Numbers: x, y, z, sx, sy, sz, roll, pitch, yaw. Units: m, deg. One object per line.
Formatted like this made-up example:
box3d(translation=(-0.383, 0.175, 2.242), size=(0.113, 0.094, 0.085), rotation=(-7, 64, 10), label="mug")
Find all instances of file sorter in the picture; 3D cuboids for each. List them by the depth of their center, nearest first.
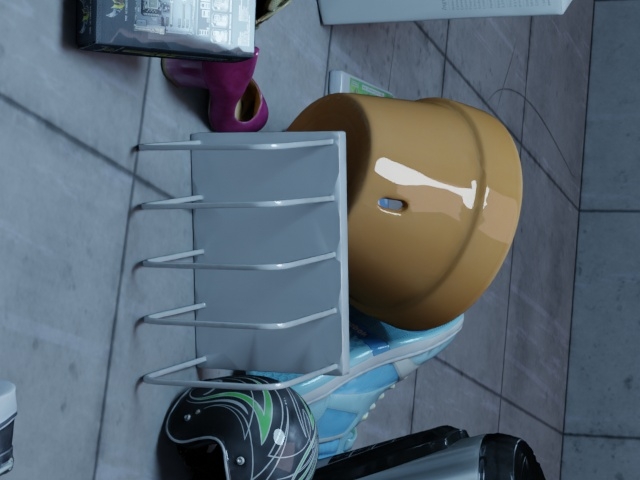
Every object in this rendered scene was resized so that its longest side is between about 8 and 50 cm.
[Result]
box3d(translation=(-0.091, 0.019, 1.874), size=(0.173, 0.193, 0.278), rotation=(-9, 100, -64), label="file sorter")

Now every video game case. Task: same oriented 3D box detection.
box3d(translation=(0.058, -0.135, 2.448), size=(0.212, 0.023, 0.193), rotation=(11, 81, -68), label="video game case")

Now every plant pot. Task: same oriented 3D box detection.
box3d(translation=(0.072, -0.055, 2.037), size=(0.203, 0.291, 0.291), rotation=(21, 69, -37), label="plant pot")

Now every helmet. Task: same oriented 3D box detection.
box3d(translation=(-0.080, 0.237, 1.923), size=(0.169, 0.161, 0.169), rotation=(-29, 125, -51), label="helmet")

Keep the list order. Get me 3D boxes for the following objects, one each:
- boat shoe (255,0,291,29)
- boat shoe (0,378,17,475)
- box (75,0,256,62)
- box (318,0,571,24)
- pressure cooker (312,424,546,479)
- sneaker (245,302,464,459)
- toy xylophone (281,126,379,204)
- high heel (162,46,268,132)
box3d(translation=(-0.087, -0.293, 1.959), size=(0.324, 0.120, 0.122), rotation=(-38, 125, -62), label="boat shoe")
box3d(translation=(-0.340, 0.197, 1.391), size=(0.301, 0.108, 0.102), rotation=(-32, 118, -72), label="boat shoe")
box3d(translation=(-0.157, -0.307, 1.745), size=(0.183, 0.059, 0.233), rotation=(1, 89, -30), label="box")
box3d(translation=(0.182, -0.414, 2.317), size=(0.215, 0.345, 0.168), rotation=(-53, 137, -56), label="box")
box3d(translation=(0.079, 0.438, 2.007), size=(0.375, 0.420, 0.370), rotation=(-78, 150, -60), label="pressure cooker")
box3d(translation=(0.042, 0.191, 2.173), size=(0.319, 0.127, 0.208), rotation=(-19, 131, -26), label="sneaker")
box3d(translation=(0.000, 0.000, 2.226), size=(0.236, 0.081, 0.323), rotation=(-4, 96, -55), label="toy xylophone")
box3d(translation=(-0.083, -0.180, 1.977), size=(0.244, 0.117, 0.082), rotation=(42, 52, -61), label="high heel")
